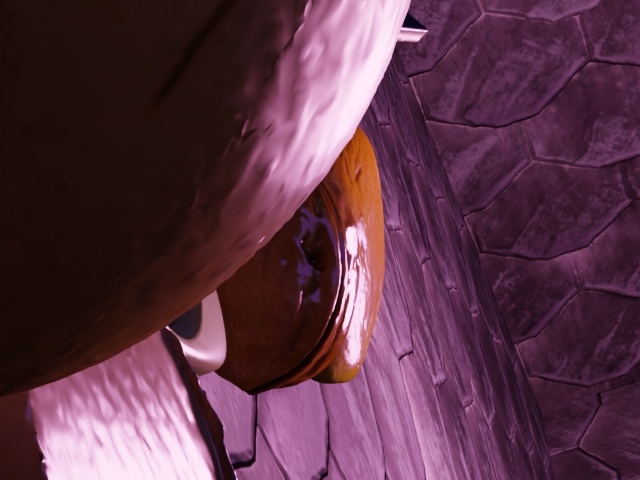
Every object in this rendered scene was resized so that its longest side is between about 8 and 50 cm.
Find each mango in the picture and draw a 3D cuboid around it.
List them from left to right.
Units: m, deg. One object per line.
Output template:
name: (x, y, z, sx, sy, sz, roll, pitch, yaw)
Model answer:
mango: (0.000, 0.000, 1.564, 0.176, 0.119, 0.317, 70, 11, -52)

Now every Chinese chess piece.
Chinese chess piece: (-0.117, 0.115, 0.773, 0.250, 0.103, 0.250, -19, 90, -79)

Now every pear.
pear: (-0.131, -0.119, 0.488, 0.348, 0.348, 0.348, -19, 90, -80)

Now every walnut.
walnut: (-0.038, 0.024, 1.254, 0.144, 0.144, 0.180, 42, 47, -70)

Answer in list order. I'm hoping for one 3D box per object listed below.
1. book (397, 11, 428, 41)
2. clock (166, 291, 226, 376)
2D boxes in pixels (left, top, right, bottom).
book: (-0.071, -0.224, 1.281, 0.228, 0.018, 0.322, 43, 23, 18)
clock: (-0.129, 0.004, 1.004, 0.232, 0.069, 0.170, 13, 60, -77)
